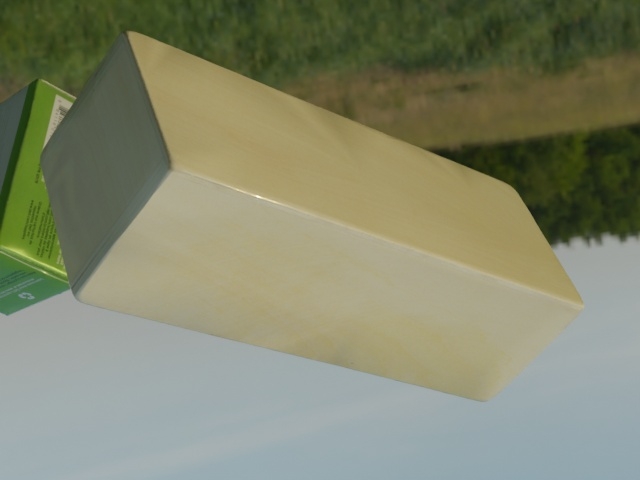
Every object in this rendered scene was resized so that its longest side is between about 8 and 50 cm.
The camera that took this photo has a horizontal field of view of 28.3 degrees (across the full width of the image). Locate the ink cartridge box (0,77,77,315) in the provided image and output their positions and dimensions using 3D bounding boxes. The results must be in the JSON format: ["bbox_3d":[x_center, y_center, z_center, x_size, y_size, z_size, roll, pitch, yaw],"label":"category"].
[{"bbox_3d":[-0.329,-0.023,1.266,0.097,0.189,0.255,29,145,-35],"label":"ink cartridge box"}]

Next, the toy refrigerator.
[{"bbox_3d":[0.000,0.000,0.650,0.269,0.102,0.094,18,124,-38],"label":"toy refrigerator"}]
